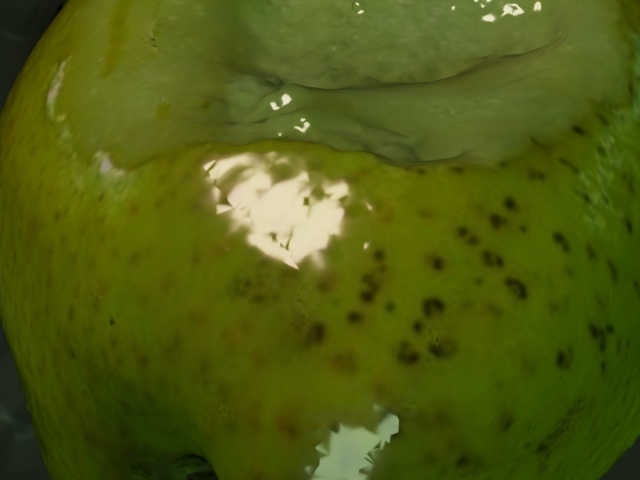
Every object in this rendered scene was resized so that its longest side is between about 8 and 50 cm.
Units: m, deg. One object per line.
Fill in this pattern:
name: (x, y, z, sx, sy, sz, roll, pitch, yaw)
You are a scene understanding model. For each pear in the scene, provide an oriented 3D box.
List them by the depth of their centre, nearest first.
pear: (0.000, 0.000, 0.673, 0.292, 0.292, 0.159, -3, 130, 6)
